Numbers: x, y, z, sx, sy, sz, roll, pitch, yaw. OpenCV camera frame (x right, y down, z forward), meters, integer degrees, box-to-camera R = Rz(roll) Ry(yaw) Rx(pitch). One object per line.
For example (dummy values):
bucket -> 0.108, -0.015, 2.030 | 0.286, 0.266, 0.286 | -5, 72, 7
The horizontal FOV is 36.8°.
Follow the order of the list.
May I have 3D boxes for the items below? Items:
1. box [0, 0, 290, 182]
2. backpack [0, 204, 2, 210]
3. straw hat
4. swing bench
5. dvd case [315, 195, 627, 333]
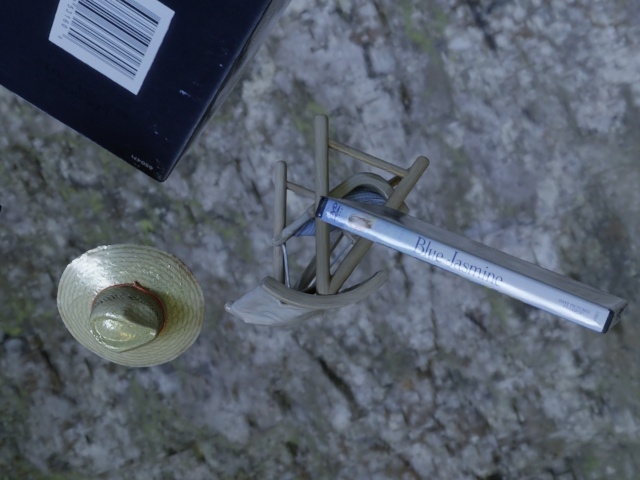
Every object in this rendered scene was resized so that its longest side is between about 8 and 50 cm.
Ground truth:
box -> -0.081, -0.253, 0.708 | 0.183, 0.296, 0.294 | 32, -123, -9
backpack -> -0.291, 0.031, 0.653 | 0.173, 0.117, 0.158 | 11, 100, 61
straw hat -> -0.184, 0.075, 0.913 | 0.061, 0.144, 0.144 | -92, -23, -68
swing bench -> 0.000, 0.000, 1.332 | 0.253, 0.165, 0.255 | 150, 139, -71
dvd case -> 0.138, 0.017, 0.839 | 0.180, 0.253, 0.022 | 1, -70, -69
